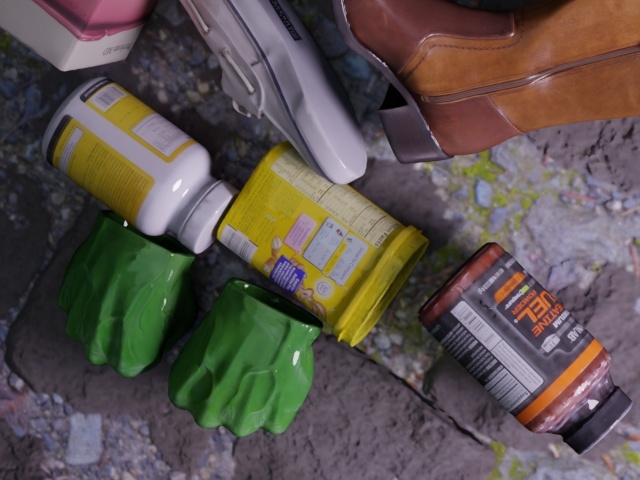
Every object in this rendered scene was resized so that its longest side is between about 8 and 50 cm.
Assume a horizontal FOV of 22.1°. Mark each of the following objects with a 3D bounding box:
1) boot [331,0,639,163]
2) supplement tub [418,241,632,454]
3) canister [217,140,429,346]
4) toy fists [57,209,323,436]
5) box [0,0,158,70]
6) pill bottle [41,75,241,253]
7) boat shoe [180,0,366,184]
[{"bbox_3d":[0.164,-0.195,1.416,0.280,0.096,0.264,-12,117,21],"label":"boot"},{"bbox_3d":[0.190,0.102,1.494,0.198,0.106,0.106,45,110,6],"label":"supplement tub"},{"bbox_3d":[0.000,0.000,1.556,0.170,0.073,0.126,37,109,10],"label":"canister"},{"bbox_3d":[-0.132,0.088,1.608,0.279,0.096,0.142,28,99,13],"label":"toy fists"},{"bbox_3d":[-0.204,-0.291,1.530,0.127,0.148,0.232,35,110,9],"label":"box"},{"bbox_3d":[-0.171,-0.070,1.584,0.184,0.103,0.103,36,109,9],"label":"pill bottle"},{"bbox_3d":[-0.054,-0.159,1.534,0.088,0.096,0.267,-33,87,25],"label":"boat shoe"}]
